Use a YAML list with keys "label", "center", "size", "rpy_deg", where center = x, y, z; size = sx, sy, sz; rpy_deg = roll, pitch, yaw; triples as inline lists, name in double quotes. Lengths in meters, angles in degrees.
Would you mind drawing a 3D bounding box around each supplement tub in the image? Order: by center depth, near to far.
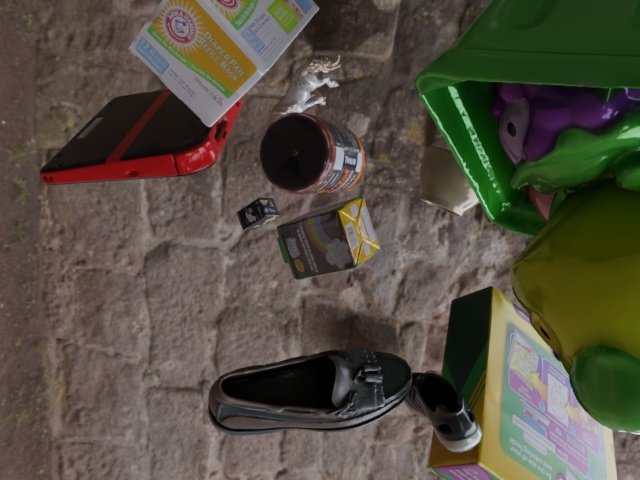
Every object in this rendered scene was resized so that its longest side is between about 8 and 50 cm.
- label: "supplement tub"
  center: [0.002, -0.119, 0.688]
  size: [0.198, 0.105, 0.106]
  rpy_deg: [-15, 114, -67]

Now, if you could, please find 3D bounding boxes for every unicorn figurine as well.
- label: "unicorn figurine"
  center: [-0.031, -0.227, 0.766]
  size: [0.111, 0.060, 0.162]
  rpy_deg: [-29, 151, -37]

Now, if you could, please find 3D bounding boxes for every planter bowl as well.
- label: "planter bowl"
  center: [0.278, -0.117, 1.015]
  size: [0.162, 0.162, 0.109]
  rpy_deg: [-105, -142, -84]

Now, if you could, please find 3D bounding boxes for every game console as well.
- label: "game console"
  center: [-0.359, -0.240, 1.035]
  size: [0.387, 0.341, 0.060]
  rpy_deg: [-86, 166, -52]

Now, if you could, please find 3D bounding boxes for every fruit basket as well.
- label: "fruit basket"
  center: [0.258, -0.027, 0.472]
  size: [0.392, 0.282, 0.393]
  rpy_deg: [-26, 126, -43]

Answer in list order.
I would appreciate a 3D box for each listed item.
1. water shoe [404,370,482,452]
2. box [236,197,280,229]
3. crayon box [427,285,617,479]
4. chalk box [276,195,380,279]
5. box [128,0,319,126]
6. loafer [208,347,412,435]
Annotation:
- label: "water shoe"
  center: [0.167, 0.220, 0.697]
  size: [0.203, 0.072, 0.080]
  rpy_deg: [-153, -137, -75]
- label: "box"
  center: [-0.156, -0.066, 1.201]
  size: [0.062, 0.083, 0.052]
  rpy_deg: [-6, 72, -57]
- label: "crayon box"
  center: [0.360, 0.310, 0.823]
  size: [0.106, 0.362, 0.313]
  rpy_deg: [-33, -154, 46]
- label: "chalk box"
  center: [0.000, 0.000, 1.074]
  size: [0.132, 0.212, 0.133]
  rpy_deg: [-30, 104, -55]
- label: "box"
  center: [-0.096, -0.238, 0.531]
  size: [0.103, 0.114, 0.203]
  rpy_deg: [-30, -153, 37]
- label: "loafer"
  center: [-0.003, 0.184, 0.592]
  size: [0.084, 0.267, 0.096]
  rpy_deg: [103, -23, -52]
